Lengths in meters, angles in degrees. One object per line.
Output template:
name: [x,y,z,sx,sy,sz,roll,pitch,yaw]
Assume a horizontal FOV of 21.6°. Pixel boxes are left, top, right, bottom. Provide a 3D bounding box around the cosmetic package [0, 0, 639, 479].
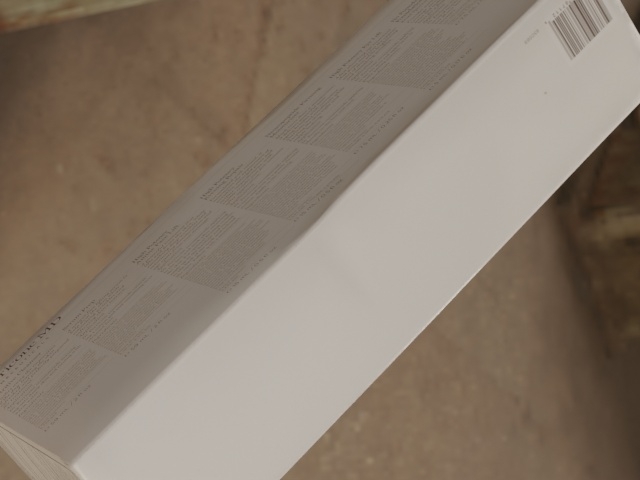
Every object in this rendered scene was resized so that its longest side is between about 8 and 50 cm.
cosmetic package: [0.000,0.000,0.564,0.239,0.099,0.060,-44,117,-18]
